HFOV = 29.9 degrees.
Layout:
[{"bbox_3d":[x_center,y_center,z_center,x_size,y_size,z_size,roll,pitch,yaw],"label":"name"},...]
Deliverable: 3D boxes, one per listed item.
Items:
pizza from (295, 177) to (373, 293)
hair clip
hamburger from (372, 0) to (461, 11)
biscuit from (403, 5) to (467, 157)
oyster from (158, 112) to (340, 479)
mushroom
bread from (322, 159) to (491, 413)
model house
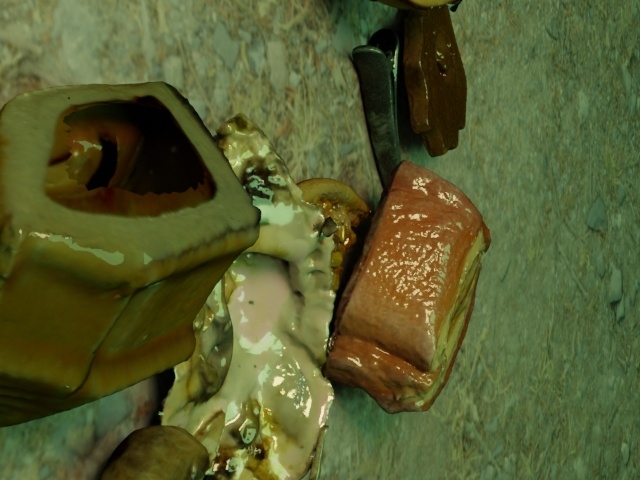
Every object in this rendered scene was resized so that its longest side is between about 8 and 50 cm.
[{"bbox_3d":[0.000,0.000,1.205,0.178,0.041,0.131,19,76,-57],"label":"pizza"},{"bbox_3d":[0.074,-0.115,1.337,0.070,0.039,0.229,-47,134,-55],"label":"hair clip"},{"bbox_3d":[0.070,-0.352,1.205,0.237,0.149,0.237,-23,124,-39],"label":"hamburger"},{"bbox_3d":[0.127,-0.186,1.394,0.215,0.034,0.182,-68,145,-51],"label":"biscuit"},{"bbox_3d":[-0.071,0.063,1.050,0.201,0.107,0.354,-6,108,-39],"label":"oyster"},{"bbox_3d":[-0.122,0.308,0.969,0.107,0.087,0.333,-28,118,-51],"label":"mushroom"},{"bbox_3d":[0.094,0.065,1.269,0.190,0.123,0.244,74,36,-63],"label":"bread"},{"bbox_3d":[-0.179,0.032,0.814,0.268,0.173,0.239,-16,144,-58],"label":"model house"}]
